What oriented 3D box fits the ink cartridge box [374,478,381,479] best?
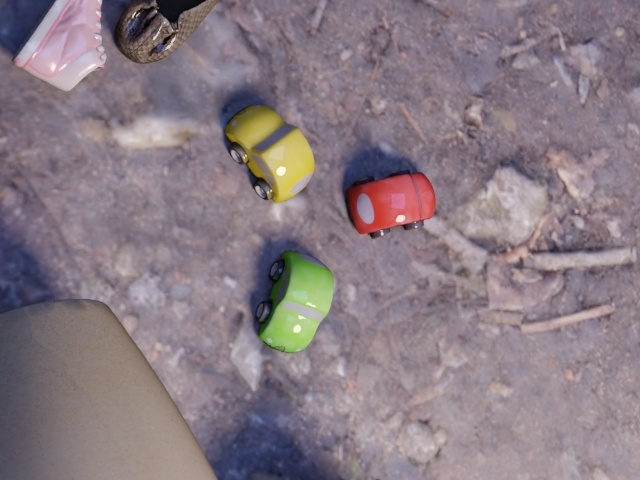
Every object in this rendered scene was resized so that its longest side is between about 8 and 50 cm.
[{"bbox_3d":[-0.023,0.367,1.003,0.065,0.185,0.311,31,64,23],"label":"ink cartridge box"}]

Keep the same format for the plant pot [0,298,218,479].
[{"bbox_3d":[-0.198,0.196,0.926,0.257,0.256,0.274,-10,71,-26],"label":"plant pot"}]

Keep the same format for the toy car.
[{"bbox_3d":[0.000,0.000,1.126,0.239,0.053,0.224,22,75,-21],"label":"toy car"}]

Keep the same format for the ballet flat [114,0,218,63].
[{"bbox_3d":[-0.109,-0.270,1.106,0.084,0.058,0.250,41,69,-16],"label":"ballet flat"}]

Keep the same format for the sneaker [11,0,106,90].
[{"bbox_3d":[-0.215,-0.195,1.053,0.070,0.051,0.134,35,73,-19],"label":"sneaker"}]
